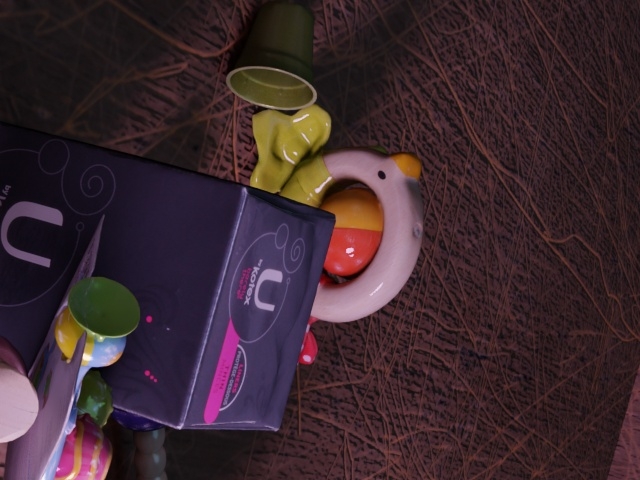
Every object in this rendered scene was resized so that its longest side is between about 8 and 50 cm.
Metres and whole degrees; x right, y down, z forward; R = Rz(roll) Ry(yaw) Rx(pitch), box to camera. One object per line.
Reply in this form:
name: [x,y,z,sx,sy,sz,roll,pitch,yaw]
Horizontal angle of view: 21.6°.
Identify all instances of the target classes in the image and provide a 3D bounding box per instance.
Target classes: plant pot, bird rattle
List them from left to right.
plant pot: [-0.038,-0.172,1.518,0.083,0.083,0.079,48,48,-59]
bird rattle: [0.000,0.000,1.547,0.143,0.207,0.254,31,65,-43]

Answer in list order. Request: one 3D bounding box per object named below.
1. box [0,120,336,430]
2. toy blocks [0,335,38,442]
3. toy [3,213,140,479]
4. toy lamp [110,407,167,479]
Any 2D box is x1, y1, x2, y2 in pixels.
box: [-0.152,0.020,1.169,0.143,0.270,0.165,15,89,-64]
toy blocks: [-0.348,0.161,0.985,0.308,0.260,0.289,13,88,-19]
toy: [-0.152,0.111,1.020,0.237,0.056,0.137,116,-17,-45]
toy lamp: [-0.150,0.255,1.504,0.080,0.080,0.275,-39,134,-50]
